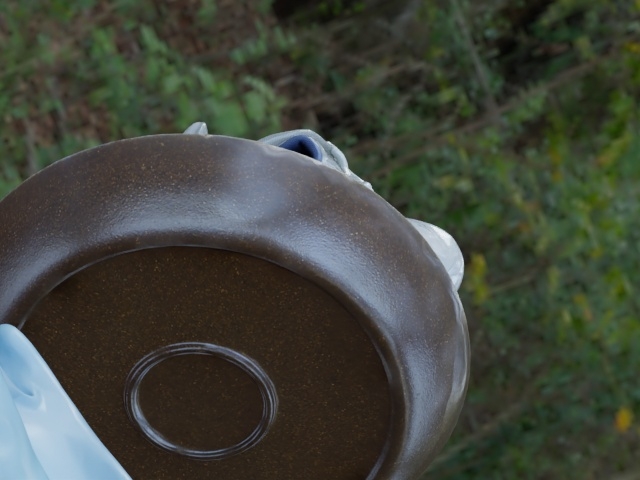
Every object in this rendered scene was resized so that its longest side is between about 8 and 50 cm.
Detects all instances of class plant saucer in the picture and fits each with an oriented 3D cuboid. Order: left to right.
[{"bbox_3d":[-0.068,0.081,0.958,0.050,0.311,0.310,-85,152,-56],"label":"plant saucer"}]

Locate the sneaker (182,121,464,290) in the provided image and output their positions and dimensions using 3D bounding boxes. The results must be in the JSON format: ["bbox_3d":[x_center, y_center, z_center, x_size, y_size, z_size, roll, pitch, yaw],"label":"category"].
[{"bbox_3d":[0.000,0.000,1.040,0.297,0.129,0.111,4,34,-49],"label":"sneaker"}]

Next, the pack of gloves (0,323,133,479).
[{"bbox_3d":[-0.127,0.076,0.490,0.195,0.046,0.232,-2,35,-43],"label":"pack of gloves"}]
